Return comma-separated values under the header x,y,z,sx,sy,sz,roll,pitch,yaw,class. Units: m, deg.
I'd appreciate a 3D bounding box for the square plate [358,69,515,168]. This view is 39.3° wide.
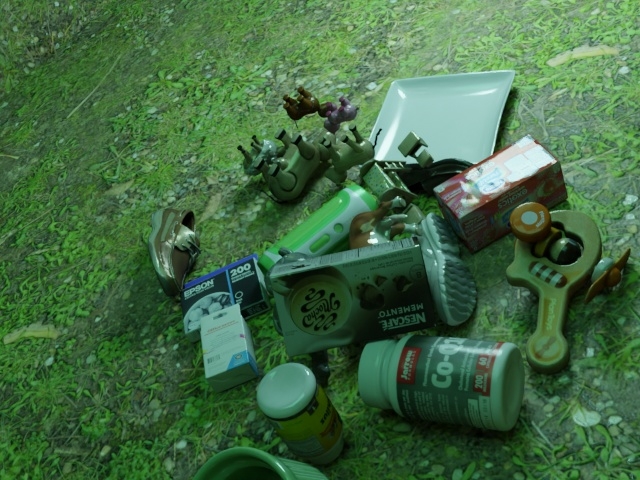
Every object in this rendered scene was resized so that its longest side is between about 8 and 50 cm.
x,y,z,sx,sy,sz,roll,pitch,yaw,class
0.302,-0.298,2.281,0.344,0.049,0.347,1,49,27,square plate

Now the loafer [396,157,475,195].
x,y,z,sx,sy,sz,roll,pitch,yaw,class
0.279,-0.141,2.129,0.220,0.080,0.078,-3,70,38,loafer

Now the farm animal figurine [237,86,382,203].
x,y,z,sx,sy,sz,roll,pitch,yaw,class
-0.018,-0.219,2.292,0.327,0.172,0.330,-44,42,4,farm animal figurine

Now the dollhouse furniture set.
x,y,z,sx,sy,sz,roll,pitch,yaw,class
0.201,-0.142,2.067,0.161,0.101,0.182,-51,49,21,dollhouse furniture set

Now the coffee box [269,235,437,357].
x,y,z,sx,sy,sz,roll,pitch,yaw,class
0.066,0.108,1.758,0.297,0.168,0.119,-11,8,4,coffee box

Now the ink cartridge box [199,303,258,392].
x,y,z,sx,sy,sz,roll,pitch,yaw,class
-0.206,0.238,2.001,0.104,0.061,0.181,-22,43,6,ink cartridge box

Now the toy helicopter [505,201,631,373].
x,y,z,sx,sy,sz,roll,pitch,yaw,class
0.480,0.097,1.767,0.235,0.140,0.355,4,61,19,toy helicopter

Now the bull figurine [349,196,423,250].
x,y,z,sx,sy,sz,roll,pitch,yaw,class
0.126,0.057,1.924,0.188,0.101,0.310,-26,52,32,bull figurine

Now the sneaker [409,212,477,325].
x,y,z,sx,sy,sz,roll,pitch,yaw,class
0.252,0.077,1.923,0.115,0.105,0.281,-42,36,32,sneaker

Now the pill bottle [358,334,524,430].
x,y,z,sx,sy,sz,roll,pitch,yaw,class
0.224,0.260,1.682,0.283,0.161,0.161,2,49,28,pill bottle

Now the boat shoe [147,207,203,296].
x,y,z,sx,sy,sz,roll,pitch,yaw,class
-0.361,0.013,2.256,0.116,0.123,0.324,-16,38,2,boat shoe

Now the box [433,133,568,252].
x,y,z,sx,sy,sz,roll,pitch,yaw,class
0.398,-0.103,1.981,0.257,0.122,0.128,-30,41,-3,box

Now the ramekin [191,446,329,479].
x,y,z,sx,sy,sz,roll,pitch,yaw,class
-0.094,0.511,1.529,0.303,0.148,0.303,-14,68,38,ramekin

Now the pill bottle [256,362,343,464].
x,y,z,sx,sy,sz,roll,pitch,yaw,class
-0.030,0.335,1.698,0.117,0.215,0.117,-15,43,14,pill bottle

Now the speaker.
x,y,z,sx,sy,sz,roll,pitch,yaw,class
0.000,0.000,2.084,0.296,0.131,0.131,-39,43,-13,speaker

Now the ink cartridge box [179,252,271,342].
x,y,z,sx,sy,sz,roll,pitch,yaw,class
-0.234,0.123,2.145,0.206,0.045,0.208,-24,41,4,ink cartridge box

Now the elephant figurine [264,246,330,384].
x,y,z,sx,sy,sz,roll,pitch,yaw,class
-0.038,0.159,1.924,0.169,0.239,0.186,3,23,26,elephant figurine
